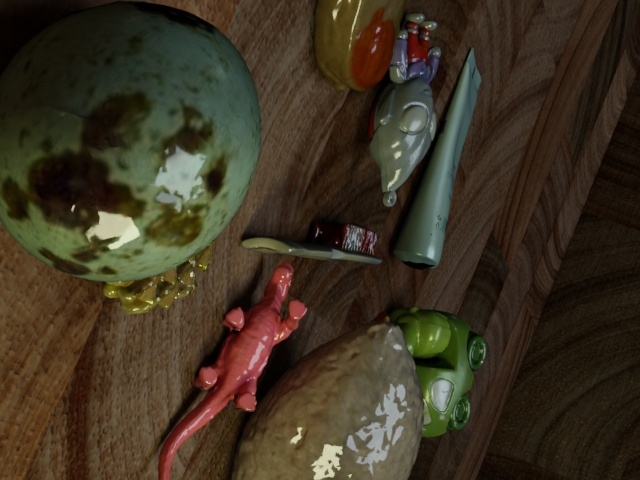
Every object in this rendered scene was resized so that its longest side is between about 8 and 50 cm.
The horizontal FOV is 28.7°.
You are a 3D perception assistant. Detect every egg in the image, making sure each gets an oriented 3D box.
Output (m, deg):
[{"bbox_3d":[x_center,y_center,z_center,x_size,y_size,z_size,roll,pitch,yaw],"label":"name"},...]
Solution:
[{"bbox_3d":[-0.120,-0.070,0.804,0.231,0.169,0.169,-59,161,-57],"label":"egg"}]

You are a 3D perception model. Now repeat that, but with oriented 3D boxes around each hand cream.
[{"bbox_3d":[0.181,-0.109,1.787,0.109,0.067,0.320,52,55,-67],"label":"hand cream"}]

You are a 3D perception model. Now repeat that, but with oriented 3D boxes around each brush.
[{"bbox_3d":[0.000,0.000,1.384,0.321,0.060,0.050,7,91,-71],"label":"brush"}]

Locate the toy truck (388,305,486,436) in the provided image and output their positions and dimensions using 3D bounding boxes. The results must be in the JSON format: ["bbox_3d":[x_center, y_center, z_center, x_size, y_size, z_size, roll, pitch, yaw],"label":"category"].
[{"bbox_3d":[0.142,0.178,1.854,0.210,0.148,0.187,49,59,-46],"label":"toy truck"}]

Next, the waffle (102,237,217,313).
[{"bbox_3d":[-0.118,-0.026,1.041,0.192,0.046,0.160,-67,162,-10],"label":"waffle"}]

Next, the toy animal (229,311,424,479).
[{"bbox_3d":[0.011,0.242,1.442,0.358,0.188,0.226,-61,156,14],"label":"toy animal"}]

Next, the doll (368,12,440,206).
[{"bbox_3d":[0.098,-0.152,1.477,0.102,0.075,0.227,17,82,-55],"label":"doll"}]

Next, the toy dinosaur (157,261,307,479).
[{"bbox_3d":[-0.098,0.151,1.295,0.286,0.070,0.139,-62,-178,-15],"label":"toy dinosaur"}]

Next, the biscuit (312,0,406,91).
[{"bbox_3d":[0.088,-0.373,1.214,0.394,0.076,0.368,-63,161,-18],"label":"biscuit"}]
